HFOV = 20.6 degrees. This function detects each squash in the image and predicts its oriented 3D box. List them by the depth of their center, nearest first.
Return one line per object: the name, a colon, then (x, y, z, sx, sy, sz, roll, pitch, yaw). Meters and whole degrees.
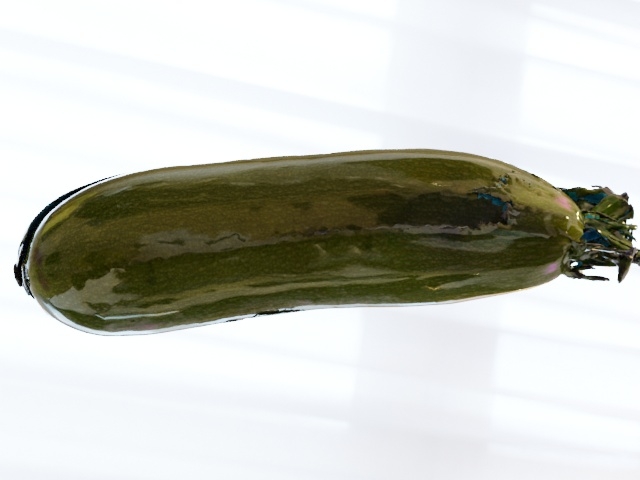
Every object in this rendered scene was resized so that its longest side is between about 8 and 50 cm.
squash: (0.000, 0.000, 0.508, 0.052, 0.184, 0.052, -3, 90, -83)
